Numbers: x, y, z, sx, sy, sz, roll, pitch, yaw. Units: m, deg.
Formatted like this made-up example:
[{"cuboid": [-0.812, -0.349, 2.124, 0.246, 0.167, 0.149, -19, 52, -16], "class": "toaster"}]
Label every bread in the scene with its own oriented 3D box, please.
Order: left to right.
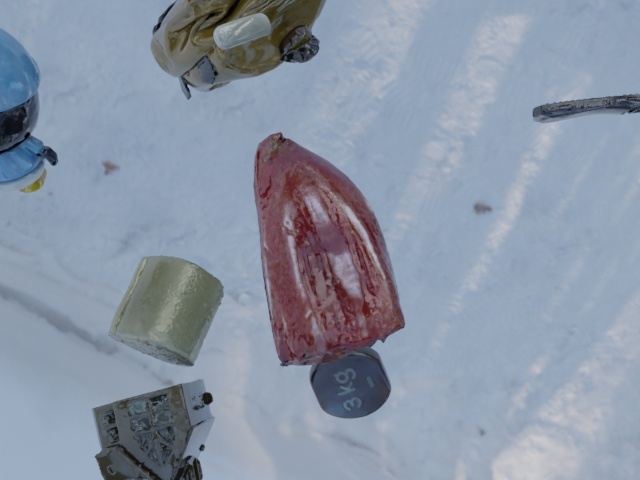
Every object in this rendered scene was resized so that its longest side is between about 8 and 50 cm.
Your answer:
[{"cuboid": [-0.238, 0.111, 1.124, 0.134, 0.148, 0.141, 43, 60, -48], "class": "bread"}]

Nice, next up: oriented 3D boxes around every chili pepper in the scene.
[{"cuboid": [0.000, 0.000, 0.767, 0.136, 0.144, 0.253, -14, 89, -37], "class": "chili pepper"}]

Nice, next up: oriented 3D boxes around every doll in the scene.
[{"cuboid": [-0.459, -0.189, 0.972, 0.177, 0.141, 0.314, 7, 144, 0], "class": "doll"}]

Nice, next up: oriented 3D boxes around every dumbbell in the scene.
[{"cuboid": [0.047, 0.192, 1.245, 0.123, 0.225, 0.141, -18, 113, 8], "class": "dumbbell"}]

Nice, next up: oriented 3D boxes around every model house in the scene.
[{"cuboid": [-0.242, 0.355, 1.091, 0.176, 0.181, 0.248, -15, 80, -1], "class": "model house"}]

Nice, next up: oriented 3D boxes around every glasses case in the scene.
[{"cuboid": [-0.105, -0.283, 0.966, 0.083, 0.021, 0.032, -27, 101, -23], "class": "glasses case"}]

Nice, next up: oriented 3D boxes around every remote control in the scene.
[{"cuboid": [0.417, -0.194, 1.040, 0.211, 0.059, 0.028, -5, 92, 4], "class": "remote control"}]

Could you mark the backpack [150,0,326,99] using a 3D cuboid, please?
[{"cuboid": [-0.105, -0.400, 1.189, 0.378, 0.353, 0.201, -46, 112, -11], "class": "backpack"}]
